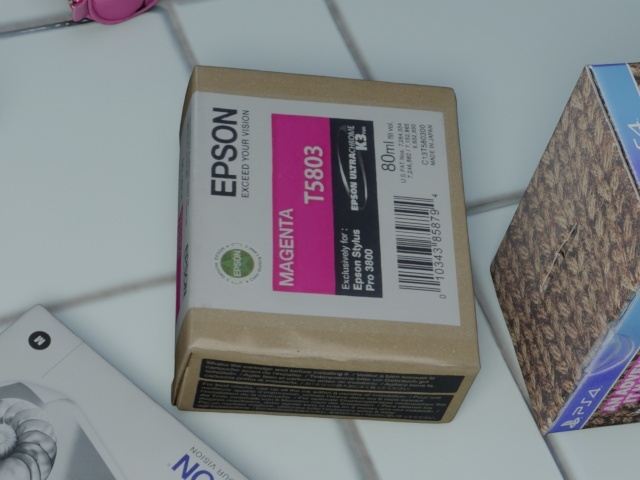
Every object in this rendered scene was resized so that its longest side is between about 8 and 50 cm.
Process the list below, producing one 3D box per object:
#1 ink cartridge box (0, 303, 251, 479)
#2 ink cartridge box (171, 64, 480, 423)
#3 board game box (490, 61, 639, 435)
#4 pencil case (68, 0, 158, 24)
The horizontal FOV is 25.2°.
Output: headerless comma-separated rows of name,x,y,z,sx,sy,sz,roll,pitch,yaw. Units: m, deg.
ink cartridge box,-0.170,0.177,0.855,0.223,0.045,0.224,37,58,13
ink cartridge box,0.000,0.000,0.981,0.193,0.088,0.234,4,57,-10
board game box,0.292,0.002,0.951,0.291,0.232,0.141,-5,57,-15
pencil case,-0.209,-0.260,1.111,0.098,0.095,0.209,-39,69,-13
